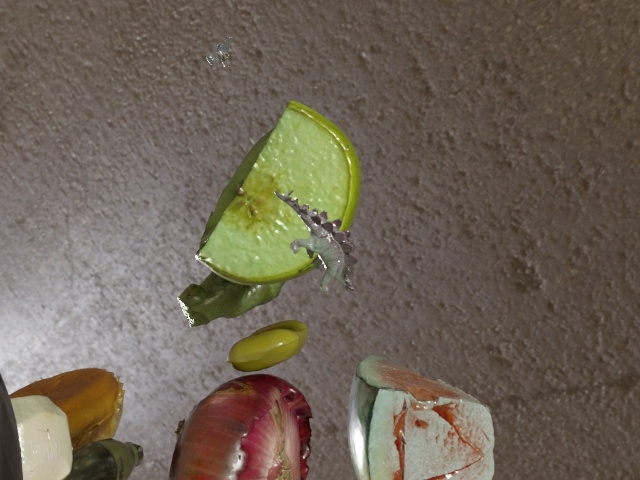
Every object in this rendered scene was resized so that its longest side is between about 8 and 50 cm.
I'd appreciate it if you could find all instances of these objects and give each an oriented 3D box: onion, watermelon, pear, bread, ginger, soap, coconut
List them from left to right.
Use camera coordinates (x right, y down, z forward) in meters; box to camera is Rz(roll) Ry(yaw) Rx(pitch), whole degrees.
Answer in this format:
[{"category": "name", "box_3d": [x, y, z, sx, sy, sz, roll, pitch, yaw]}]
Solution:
[{"category": "coconut", "box_3d": [-0.454, 0.320, 1.027, 0.161, 0.161, 0.162, -39, 60, 51]}, {"category": "bread", "box_3d": [-0.569, 0.387, 1.466, 0.236, 0.388, 0.183, 9, 106, 10]}, {"category": "ginger", "box_3d": [-0.179, 0.101, 1.519, 0.089, 0.290, 0.137, 11, 108, 53]}, {"category": "onion", "box_3d": [-0.097, 0.281, 0.843, 0.162, 0.248, 0.248, -15, 111, 31]}, {"category": "soap", "box_3d": [-0.061, 0.127, 0.838, 0.089, 0.140, 0.045, -22, 87, 7]}, {"category": "pear", "box_3d": [-0.065, -0.073, 1.349, 0.239, 0.342, 0.318, 32, -177, -6]}, {"category": "watermelon", "box_3d": [0.139, 0.271, 0.997, 0.201, 0.261, 0.212, -3, 96, 1]}]

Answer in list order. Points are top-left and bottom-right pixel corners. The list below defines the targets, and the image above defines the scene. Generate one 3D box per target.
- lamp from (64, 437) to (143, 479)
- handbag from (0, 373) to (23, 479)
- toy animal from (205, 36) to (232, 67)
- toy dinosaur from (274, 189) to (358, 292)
[{"category": "lamp", "box_3d": [-0.402, 0.405, 1.223, 0.101, 0.250, 0.101, 0, 90, 26]}, {"category": "handbag", "box_3d": [-0.297, 0.205, 0.565, 0.332, 0.075, 0.191, -119, 19, -47]}, {"category": "toy animal", "box_3d": [-0.195, -0.370, 1.393, 0.028, 0.084, 0.050, -10, 120, 48]}, {"category": "toy dinosaur", "box_3d": [0.000, -0.002, 1.002, 0.082, 0.039, 0.209, -28, 118, 20]}]
